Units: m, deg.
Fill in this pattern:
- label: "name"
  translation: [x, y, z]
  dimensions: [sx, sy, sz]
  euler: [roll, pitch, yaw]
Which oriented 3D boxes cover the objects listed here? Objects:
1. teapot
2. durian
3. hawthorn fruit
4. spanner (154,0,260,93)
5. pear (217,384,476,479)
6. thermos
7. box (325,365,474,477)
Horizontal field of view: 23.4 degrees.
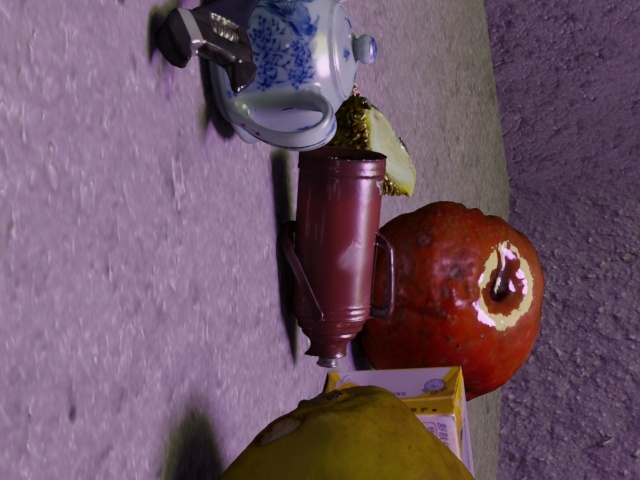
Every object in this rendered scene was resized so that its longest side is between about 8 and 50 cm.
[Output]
- label: "teapot"
  translation: [-0.020, -0.168, 1.412]
  dimensions: [0.159, 0.159, 0.232]
  euler: [75, 17, -45]
- label: "durian"
  translation: [0.033, -0.128, 1.786]
  dimensions: [0.137, 0.095, 0.221]
  euler: [53, -7, 34]
- label: "hawthorn fruit"
  translation: [0.164, 0.080, 2.018]
  dimensions: [0.262, 0.258, 0.258]
  euler: [-56, 168, 4]
- label: "spanner"
  translation: [-0.057, -0.222, 1.339]
  dimensions: [0.024, 0.087, 0.316]
  euler: [-49, -171, 37]
- label: "pear"
  translation: [0.021, 0.282, 1.281]
  dimensions: [0.269, 0.269, 0.321]
  euler: [12, 76, -77]
- label: "thermos"
  translation: [0.020, 0.022, 1.630]
  dimensions: [0.099, 0.124, 0.232]
  euler: [-30, 124, -72]
- label: "box"
  translation: [0.098, 0.285, 1.836]
  dimensions: [0.097, 0.168, 0.265]
  euler: [-78, 160, -59]
